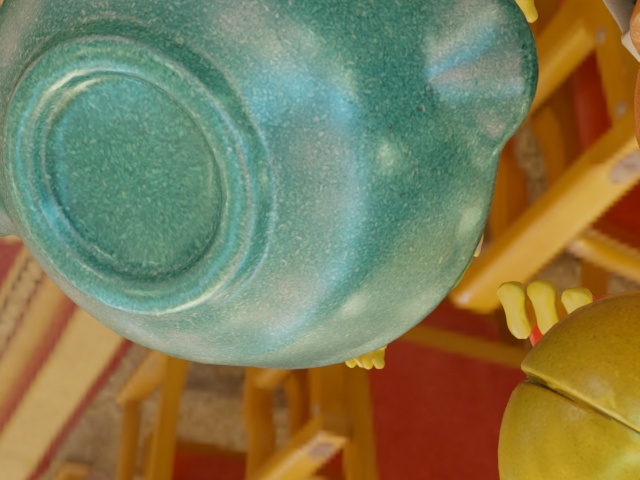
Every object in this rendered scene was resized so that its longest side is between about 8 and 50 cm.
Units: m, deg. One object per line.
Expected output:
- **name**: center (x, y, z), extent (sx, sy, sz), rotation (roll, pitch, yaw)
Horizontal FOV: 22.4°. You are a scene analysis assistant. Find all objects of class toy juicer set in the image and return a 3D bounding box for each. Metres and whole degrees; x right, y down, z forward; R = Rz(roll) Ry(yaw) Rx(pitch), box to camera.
- **toy juicer set**: center (0.000, 0.000, 0.383), extent (0.209, 0.089, 0.329), rotation (47, 123, 2)

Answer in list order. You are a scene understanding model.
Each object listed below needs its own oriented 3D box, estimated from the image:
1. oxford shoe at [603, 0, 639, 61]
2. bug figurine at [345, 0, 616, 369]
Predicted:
- **oxford shoe**: center (0.148, -0.061, 0.406), extent (0.449, 0.130, 0.169), rotation (43, 172, 8)
- **bug figurine**: center (0.059, -0.047, 0.623), extent (0.216, 0.072, 0.279), rotation (7, 122, 40)
